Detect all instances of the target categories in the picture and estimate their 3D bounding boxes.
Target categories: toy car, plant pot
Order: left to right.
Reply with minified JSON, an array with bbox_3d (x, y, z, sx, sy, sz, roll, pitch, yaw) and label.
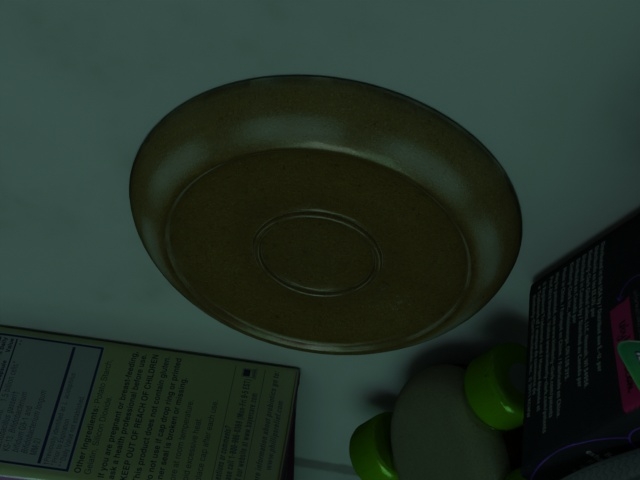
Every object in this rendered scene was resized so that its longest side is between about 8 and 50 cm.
[{"bbox_3d":[0.000,0.000,0.857,0.236,0.032,0.236,5,140,5],"label":"plant pot"},{"bbox_3d":[0.145,0.153,0.964,0.188,0.149,0.155,2,153,-37],"label":"toy car"}]

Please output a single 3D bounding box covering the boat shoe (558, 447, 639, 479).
[{"bbox_3d":[0.239,0.165,0.703,0.335,0.121,0.119,-17,127,25],"label":"boat shoe"}]

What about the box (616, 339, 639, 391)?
[{"bbox_3d":[0.231,0.050,0.642,0.179,0.043,0.105,-15,130,24],"label":"box"}]

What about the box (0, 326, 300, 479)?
[{"bbox_3d":[-0.144,0.181,1.033,0.243,0.117,0.213,8,140,3],"label":"box"}]

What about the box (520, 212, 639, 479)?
[{"bbox_3d":[0.256,0.052,0.777,0.165,0.143,0.270,31,135,-22],"label":"box"}]
